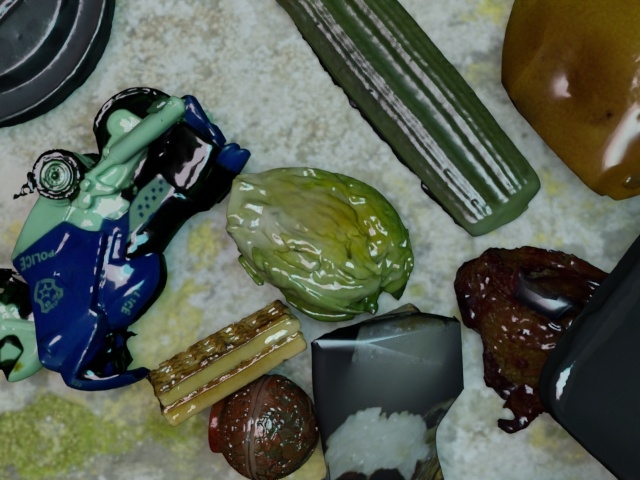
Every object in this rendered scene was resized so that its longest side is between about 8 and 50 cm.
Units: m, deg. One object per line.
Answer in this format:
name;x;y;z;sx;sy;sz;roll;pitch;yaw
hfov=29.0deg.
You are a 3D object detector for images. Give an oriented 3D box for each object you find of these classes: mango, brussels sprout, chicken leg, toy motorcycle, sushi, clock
mango;0.264;-0.158;1.104;0.166;0.136;0.236;-47;65;21
brussels sprout;-0.002;0.001;1.146;0.181;0.100;0.139;20;63;5
chicken leg;0.255;0.123;1.119;0.322;0.083;0.177;29;98;10
toy motorcycle;-0.199;0.013;1.168;0.196;0.125;0.331;39;95;7
sushi;0.054;0.190;1.131;0.134;0.109;0.273;-2;103;-6
clock;-0.339;-0.246;1.235;0.281;0.055;0.280;-1;85;8

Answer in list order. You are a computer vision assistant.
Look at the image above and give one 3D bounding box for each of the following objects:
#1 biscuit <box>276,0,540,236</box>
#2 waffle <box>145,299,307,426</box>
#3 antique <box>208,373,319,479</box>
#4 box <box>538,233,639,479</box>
biscuit;0.081;-0.144;1.179;0.099;0.038;0.322;-38;81;0
waffle;-0.086;0.110;1.137;0.148;0.102;0.042;-30;99;-8
antique;-0.049;0.172;1.138;0.104;0.104;0.104;-1;85;8
box;0.353;0.105;1.041;0.289;0.073;0.290;41;79;-14
